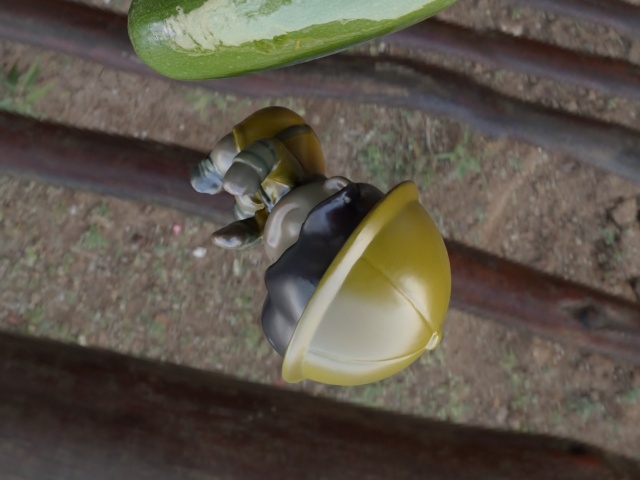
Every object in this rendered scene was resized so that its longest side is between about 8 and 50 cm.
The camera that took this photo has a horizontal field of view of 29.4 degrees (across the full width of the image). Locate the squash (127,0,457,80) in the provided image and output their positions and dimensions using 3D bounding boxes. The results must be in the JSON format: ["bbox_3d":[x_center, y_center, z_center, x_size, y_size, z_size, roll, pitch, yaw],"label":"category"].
[{"bbox_3d":[0.001,-0.153,0.707,0.341,0.094,0.094,-7,124,40],"label":"squash"}]

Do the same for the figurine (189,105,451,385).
[{"bbox_3d":[0.005,-0.002,1.010,0.167,0.257,0.192,-24,152,-9],"label":"figurine"}]
